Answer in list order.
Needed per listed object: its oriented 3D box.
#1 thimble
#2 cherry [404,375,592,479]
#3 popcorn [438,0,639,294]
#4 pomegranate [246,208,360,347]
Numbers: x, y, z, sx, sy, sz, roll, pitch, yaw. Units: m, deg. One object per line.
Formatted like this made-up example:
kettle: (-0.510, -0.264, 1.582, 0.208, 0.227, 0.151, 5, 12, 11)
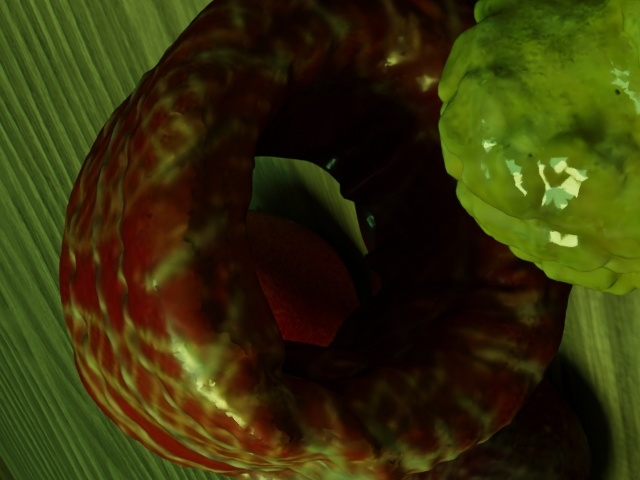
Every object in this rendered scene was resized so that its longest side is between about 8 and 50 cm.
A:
thimble: (0.000, 0.000, 0.788, 0.350, 0.350, 0.230, 55, 151, -8)
cherry: (0.113, 0.223, 0.972, 0.230, 0.203, 0.300, 1, 88, 19)
popcorn: (0.177, -0.069, 0.591, 0.226, 0.200, 0.203, 42, 157, 12)
pomegranate: (-0.075, 0.067, 1.108, 0.257, 0.220, 0.221, -107, 7, -45)
